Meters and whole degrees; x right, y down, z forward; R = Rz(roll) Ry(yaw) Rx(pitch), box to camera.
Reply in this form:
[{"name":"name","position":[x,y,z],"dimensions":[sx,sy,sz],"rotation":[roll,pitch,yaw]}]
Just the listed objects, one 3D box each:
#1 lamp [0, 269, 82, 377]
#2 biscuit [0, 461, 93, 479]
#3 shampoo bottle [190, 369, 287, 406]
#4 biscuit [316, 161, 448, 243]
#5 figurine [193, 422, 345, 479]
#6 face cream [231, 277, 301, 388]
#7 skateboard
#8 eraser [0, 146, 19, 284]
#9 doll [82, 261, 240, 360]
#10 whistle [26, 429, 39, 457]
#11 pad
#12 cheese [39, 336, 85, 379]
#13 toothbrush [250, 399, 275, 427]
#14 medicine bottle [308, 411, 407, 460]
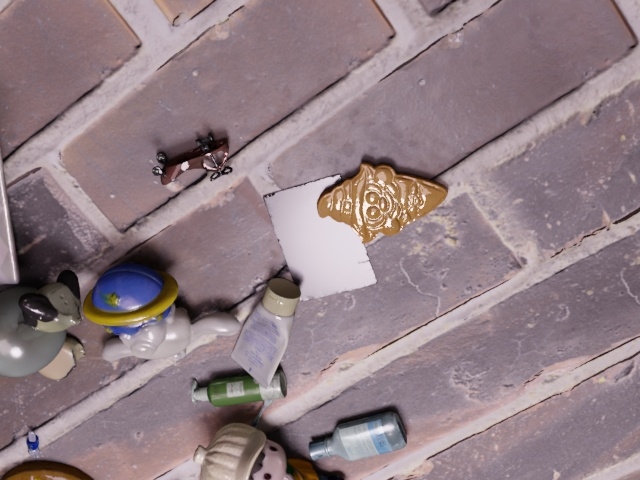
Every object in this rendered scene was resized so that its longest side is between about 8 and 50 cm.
[{"name":"lamp","position":[-0.583,0.166,1.691],"dimensions":[0.244,0.198,0.198],"rotation":[-36,106,30]},{"name":"biscuit","position":[-0.655,0.702,2.030],"dimensions":[0.350,0.070,0.394],"rotation":[-5,114,9]},{"name":"shampoo bottle","position":[-0.176,0.314,1.801],"dimensions":[0.204,0.065,0.065],"rotation":[-10,113,11]},{"name":"biscuit","position":[0.115,-0.074,1.601],"dimensions":[0.250,0.035,0.162],"rotation":[-9,118,7]},{"name":"figurine","position":[-0.114,0.519,1.819],"dimensions":[0.204,0.185,0.332],"rotation":[-25,129,29]},{"name":"face cream","position":[-0.109,0.185,1.727],"dimensions":[0.114,0.070,0.224],"rotation":[38,121,28]},{"name":"skateboard","position":[-0.235,-0.142,1.600],"dimensions":[0.151,0.067,0.080],"rotation":[-21,120,11]},{"name":"eraser","position":[-0.699,-0.109,1.652],"dimensions":[0.213,0.082,0.397],"rotation":[3,115,4]},{"name":"doll","position":[-0.323,0.158,1.689],"dimensions":[0.311,0.159,0.242],"rotation":[-3,114,6]},{"name":"whistle","position":[-0.659,0.465,1.945],"dimensions":[0.033,0.029,0.083],"rotation":[18,124,16]},{"name":"pad","position":[0.000,0.000,1.664],"dimensions":[0.163,0.004,0.243],"rotation":[-14,112,13]},{"name":"cheese","position":[-0.589,0.257,1.829],"dimensions":[0.171,0.047,0.092],"rotation":[-22,108,15]},{"name":"toothbrush","position":[-0.149,0.410,1.864],"dimensions":[0.016,0.019,0.219],"rotation":[43,118,25]},{"name":"medicine bottle","position":[0.077,0.428,1.826],"dimensions":[0.208,0.054,0.090],"rotation":[-17,113,16]}]
